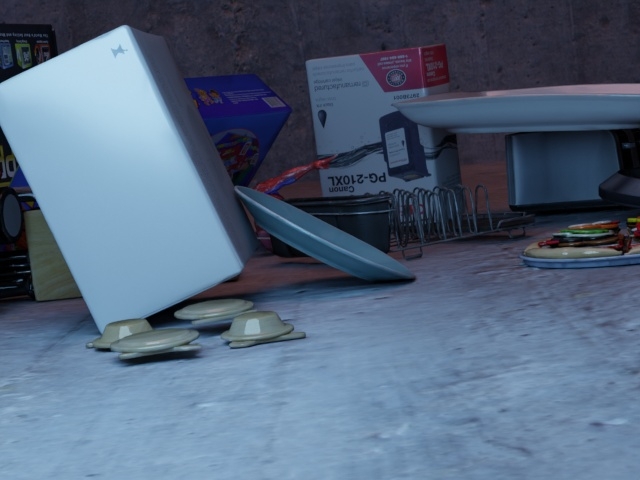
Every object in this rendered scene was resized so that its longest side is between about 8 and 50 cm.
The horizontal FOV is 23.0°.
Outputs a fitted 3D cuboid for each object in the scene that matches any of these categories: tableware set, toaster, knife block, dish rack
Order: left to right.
[{"bbox_3d":[-0.254,0.026,1.645,0.275,0.242,0.088,39,4,-4],"label":"knife block"},{"bbox_3d":[-0.100,0.068,1.183,0.141,0.020,0.168,-10,7,-21],"label":"tableware set"},{"bbox_3d":[0.093,-0.025,1.741,0.271,0.074,0.208,-9,6,-35],"label":"dish rack"},{"bbox_3d":[0.332,-0.094,2.049,0.185,0.110,0.168,-4,4,27],"label":"toaster"}]

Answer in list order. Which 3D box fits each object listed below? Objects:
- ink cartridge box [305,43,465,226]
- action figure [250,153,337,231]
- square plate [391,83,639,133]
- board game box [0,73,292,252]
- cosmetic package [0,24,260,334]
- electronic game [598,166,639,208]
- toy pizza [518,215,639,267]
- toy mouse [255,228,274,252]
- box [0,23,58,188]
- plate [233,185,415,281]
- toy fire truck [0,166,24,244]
[{"bbox_3d":[0.088,-0.136,2.116,0.172,0.237,0.100,-4,8,25],"label":"ink cartridge box"},{"bbox_3d":[-0.029,-0.052,2.073,0.139,0.091,0.280,-18,4,2],"label":"action figure"},{"bbox_3d":[0.310,-0.169,1.982,0.347,0.049,0.344,0,8,25],"label":"square plate"},{"bbox_3d":[-0.213,-0.077,1.871,0.078,0.233,0.347,44,30,23],"label":"board game box"},{"bbox_3d":[-0.165,-0.057,1.377,0.138,0.224,0.225,-25,3,2],"label":"cosmetic package"},{"bbox_3d":[0.433,-0.053,1.791,0.229,0.048,0.229,1,9,0],"label":"electronic game"},{"bbox_3d":[0.285,-0.003,1.473,0.201,0.032,0.201,-6,5,1],"label":"toy pizza"},{"bbox_3d":[-0.032,0.000,1.856,0.143,0.031,0.161,-10,6,-44],"label":"toy mouse"},{"bbox_3d":[-0.441,-0.104,1.895,0.097,0.318,0.395,-3,4,22],"label":"box"},{"bbox_3d":[0.000,0.000,1.457,0.188,0.024,0.188,27,5,-2],"label":"plate"},{"bbox_3d":[-0.405,-0.058,1.455,0.158,0.246,0.217,-4,33,12],"label":"toy fire truck"}]
